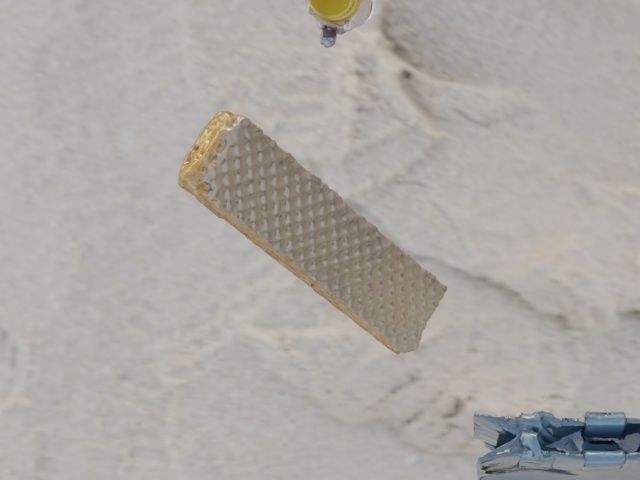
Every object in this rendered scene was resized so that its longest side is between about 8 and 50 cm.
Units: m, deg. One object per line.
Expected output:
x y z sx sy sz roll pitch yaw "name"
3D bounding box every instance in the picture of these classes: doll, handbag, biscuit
0.017 -0.235 1.910 0.073 0.127 0.084 13 96 8 "doll"
0.253 0.188 1.714 0.229 0.179 0.062 -1 74 5 "handbag"
0.000 0.000 1.936 0.054 0.378 0.094 21 75 51 "biscuit"
